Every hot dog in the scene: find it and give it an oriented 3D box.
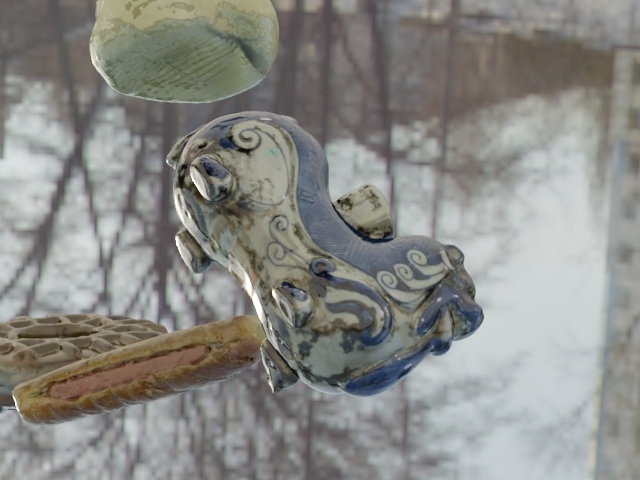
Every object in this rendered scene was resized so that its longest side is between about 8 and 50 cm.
[{"bbox_3d":[-0.184,0.137,1.834,0.286,0.061,0.088,-17,171,22],"label":"hot dog"}]

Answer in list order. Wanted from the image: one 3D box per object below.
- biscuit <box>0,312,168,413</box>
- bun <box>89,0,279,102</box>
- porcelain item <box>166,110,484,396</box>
[{"bbox_3d":[-0.367,0.170,2.513,0.332,0.103,0.332,0,-173,0],"label":"biscuit"},{"bbox_3d":[-0.166,-0.264,2.179,0.229,0.145,0.229,-4,158,-2],"label":"bun"},{"bbox_3d":[0.000,0.000,1.516,0.186,0.138,0.288,-23,-122,-26],"label":"porcelain item"}]
